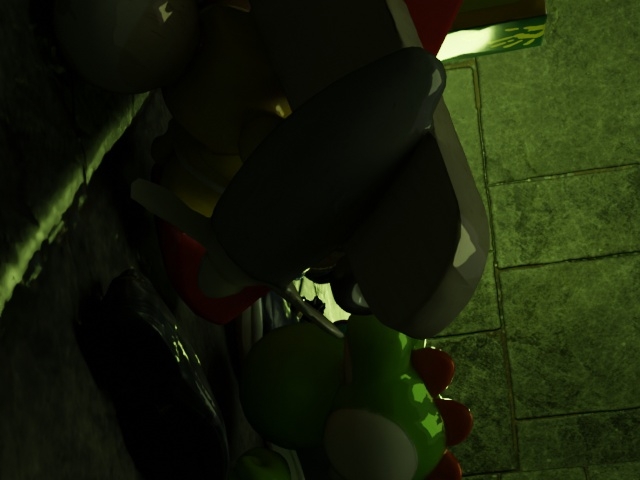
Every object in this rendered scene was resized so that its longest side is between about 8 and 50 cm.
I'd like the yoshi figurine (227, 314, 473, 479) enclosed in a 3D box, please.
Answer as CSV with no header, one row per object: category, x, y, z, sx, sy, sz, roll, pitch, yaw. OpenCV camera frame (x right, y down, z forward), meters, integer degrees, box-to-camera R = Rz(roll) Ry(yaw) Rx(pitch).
yoshi figurine,0.007,0.221,0.819,0.203,0.203,0.362,-145,-122,-77

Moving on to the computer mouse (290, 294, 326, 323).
computer mouse,-0.002,0.173,1.147,0.262,0.060,0.184,-77,159,-68

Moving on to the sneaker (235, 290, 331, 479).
sneaker,0.012,0.141,0.942,0.099,0.153,0.282,-86,166,-56

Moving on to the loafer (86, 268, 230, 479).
loafer,-0.094,0.093,0.599,0.061,0.062,0.170,-94,174,-55

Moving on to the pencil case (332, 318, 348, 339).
pencil case,0.052,0.161,1.457,0.152,0.070,0.064,37,63,-71

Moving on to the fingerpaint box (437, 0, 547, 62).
fingerpaint box,0.098,-0.470,1.325,0.163,0.371,0.444,25,57,-79

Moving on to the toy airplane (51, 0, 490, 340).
toy airplane,-0.020,-0.134,0.580,0.386,0.272,0.384,176,-80,-66

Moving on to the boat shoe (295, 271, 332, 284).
boat shoe,0.000,0.000,1.139,0.258,0.109,0.089,35,37,-76

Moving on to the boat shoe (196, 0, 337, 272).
boat shoe,-0.052,-0.081,0.892,0.120,0.123,0.324,-81,154,-46
